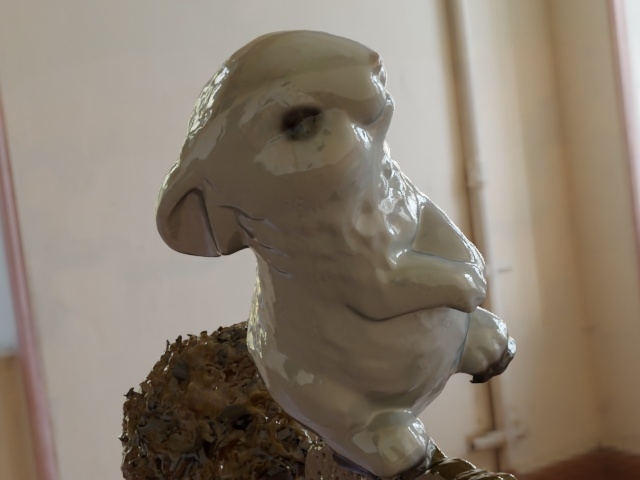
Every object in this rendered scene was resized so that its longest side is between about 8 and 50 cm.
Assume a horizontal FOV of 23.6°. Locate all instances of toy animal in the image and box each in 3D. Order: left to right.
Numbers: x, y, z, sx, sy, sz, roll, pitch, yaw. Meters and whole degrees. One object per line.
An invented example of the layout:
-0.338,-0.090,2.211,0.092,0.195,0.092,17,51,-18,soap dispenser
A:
0.000,0.000,1.155,0.258,0.357,0.194,3,45,38,toy animal

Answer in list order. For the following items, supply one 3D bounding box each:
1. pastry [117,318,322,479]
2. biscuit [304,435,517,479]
-0.079,0.211,1.618,0.275,0.274,0.193,-6,-33,7,pastry
0.080,0.231,1.239,0.047,0.183,0.320,-13,-8,-28,biscuit
